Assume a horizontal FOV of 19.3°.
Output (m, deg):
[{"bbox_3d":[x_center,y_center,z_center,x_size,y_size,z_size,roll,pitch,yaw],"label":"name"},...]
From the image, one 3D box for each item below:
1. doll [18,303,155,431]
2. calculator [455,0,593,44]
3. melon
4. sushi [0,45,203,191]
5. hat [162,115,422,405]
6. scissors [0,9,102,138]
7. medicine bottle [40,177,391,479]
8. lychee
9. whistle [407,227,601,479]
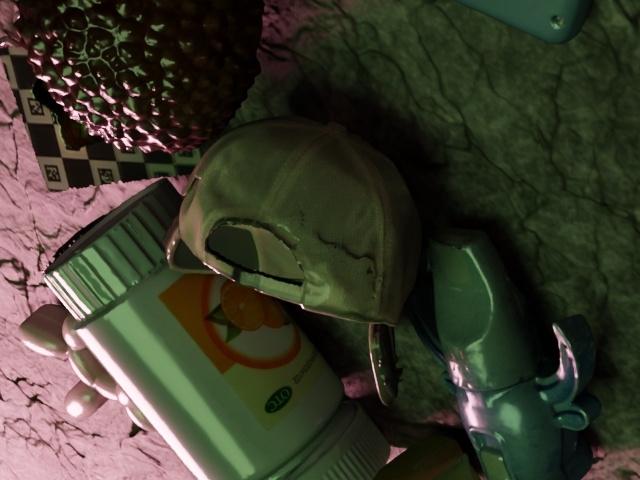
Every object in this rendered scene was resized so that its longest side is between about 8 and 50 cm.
[{"bbox_3d":[-0.215,0.131,1.886,0.160,0.059,0.161,-5,121,50],"label":"doll"},{"bbox_3d":[0.101,-0.206,1.236,0.210,0.039,0.121,27,143,23],"label":"calculator"},{"bbox_3d":[0.083,0.214,1.552,0.064,0.118,0.209,62,174,-1],"label":"melon"},{"bbox_3d":[-0.176,-0.117,1.603,0.201,0.031,0.139,-4,111,39],"label":"sushi"},{"bbox_3d":[0.000,0.005,1.472,0.232,0.161,0.275,35,168,23],"label":"hat"},{"bbox_3d":[-0.218,-0.124,1.661,0.176,0.022,0.085,48,139,2],"label":"scissors"},{"bbox_3d":[-0.093,0.106,1.649,0.318,0.158,0.158,51,145,-10],"label":"medicine bottle"},{"bbox_3d":[-0.136,-0.154,1.397,0.188,0.188,0.188,27,141,24],"label":"lychee"},{"bbox_3d":[0.147,0.107,1.475,0.180,0.093,0.269,12,128,49],"label":"whistle"}]
